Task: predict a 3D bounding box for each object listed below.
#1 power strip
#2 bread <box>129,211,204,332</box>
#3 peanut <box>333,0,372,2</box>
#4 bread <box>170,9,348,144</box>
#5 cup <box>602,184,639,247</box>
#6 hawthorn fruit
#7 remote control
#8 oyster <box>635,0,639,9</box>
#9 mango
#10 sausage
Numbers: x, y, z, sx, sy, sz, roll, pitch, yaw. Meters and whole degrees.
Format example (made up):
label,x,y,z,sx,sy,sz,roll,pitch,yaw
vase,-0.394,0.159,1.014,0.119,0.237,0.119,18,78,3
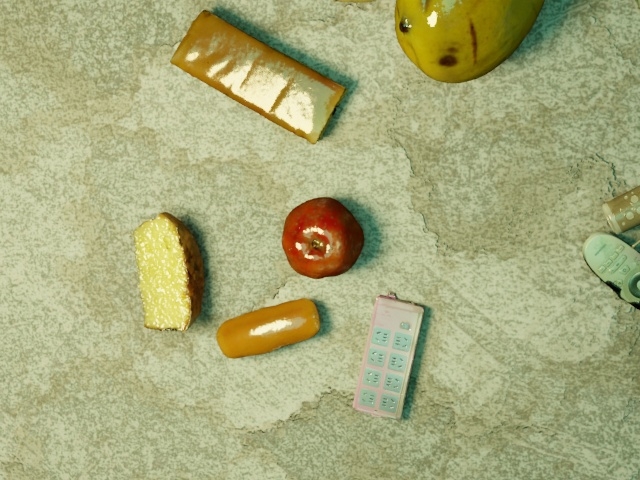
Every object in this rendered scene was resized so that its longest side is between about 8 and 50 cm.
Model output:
label,x,y,z,sx,sy,sz,roll,pitch,yaw
power strip,0.147,0.253,2.017,0.109,0.037,0.279,13,99,10
bread,-0.320,0.068,2.040,0.129,0.134,0.260,-5,91,22
peanut,0.150,-0.600,1.856,0.340,0.158,0.174,-43,44,16
bread,-0.129,-0.349,1.980,0.361,0.077,0.138,30,102,6
cup,0.628,-0.050,1.874,0.099,0.074,0.102,-27,104,15
hawthorn fruit,0.000,0.000,1.948,0.189,0.189,0.189,1,97,11
remote control,0.639,0.079,1.899,0.256,0.045,0.097,42,102,1
oyster,0.726,-0.488,1.782,0.267,0.112,0.198,19,100,5
mango,0.325,-0.504,1.787,0.445,0.301,0.220,-47,44,-5
sausage,-0.113,0.194,2.035,0.238,0.098,0.098,-17,93,10
